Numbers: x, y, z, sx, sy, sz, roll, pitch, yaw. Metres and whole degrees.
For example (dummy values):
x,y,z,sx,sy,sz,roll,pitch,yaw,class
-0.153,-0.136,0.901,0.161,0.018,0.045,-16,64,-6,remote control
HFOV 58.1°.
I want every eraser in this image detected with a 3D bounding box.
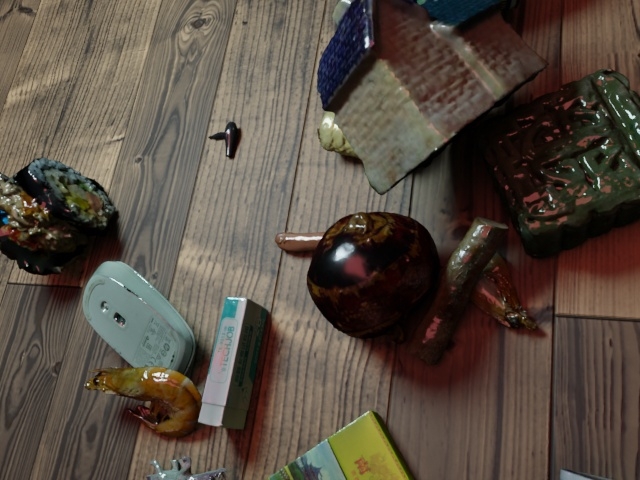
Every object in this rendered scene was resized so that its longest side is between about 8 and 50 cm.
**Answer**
x,y,z,sx,sy,sz,roll,pitch,yaw,class
-0.154,0.219,1.039,0.052,0.095,0.225,4,72,21,eraser

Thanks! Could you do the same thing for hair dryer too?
x,y,z,sx,sy,sz,roll,pitch,yaw,class
-0.220,-0.222,1.284,0.083,0.031,0.079,-1,79,38,hair dryer

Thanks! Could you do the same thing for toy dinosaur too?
x,y,z,sx,sy,sz,roll,pitch,yaw,class
-0.239,0.427,1.028,0.208,0.039,0.082,-20,67,28,toy dinosaur

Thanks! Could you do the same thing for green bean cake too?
x,y,z,sx,sy,sz,roll,pitch,yaw,class
0.400,-0.122,0.908,0.254,0.132,0.241,-21,60,16,green bean cake

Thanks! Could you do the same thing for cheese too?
x,y,z,sx,sy,sz,roll,pitch,yaw,class
0.091,-0.212,1.100,0.167,0.094,0.123,15,67,24,cheese

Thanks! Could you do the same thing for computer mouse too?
x,y,z,sx,sy,sz,roll,pitch,yaw,class
-0.353,0.157,1.148,0.288,0.097,0.160,34,112,15,computer mouse

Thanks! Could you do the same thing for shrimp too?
x,y,z,sx,sy,sz,roll,pitch,yaw,class
0.277,0.077,0.932,0.091,0.043,0.184,-37,59,3,shrimp
-0.329,0.292,1.078,0.248,0.068,0.150,14,110,17,shrimp

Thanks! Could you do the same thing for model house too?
x,y,z,sx,sy,sz,roll,pitch,yaw,class
0.153,-0.277,0.918,0.298,0.243,0.284,-37,92,-31,model house

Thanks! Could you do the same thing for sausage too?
x,y,z,sx,sy,sz,roll,pitch,yaw,class
0.000,0.000,1.088,0.186,0.043,0.043,-3,69,24,sausage

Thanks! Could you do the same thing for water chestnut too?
x,y,z,sx,sy,sz,roll,pitch,yaw,class
0.088,0.064,0.946,0.223,0.238,0.224,-31,19,12,water chestnut

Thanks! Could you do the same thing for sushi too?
x,y,z,sx,sy,sz,roll,pitch,yaw,class
-0.601,-0.048,1.277,0.238,0.225,0.219,41,97,13,sushi

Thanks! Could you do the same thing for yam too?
x,y,z,sx,sy,sz,roll,pitch,yaw,class
0.213,0.078,0.912,0.061,0.061,0.253,32,104,30,yam

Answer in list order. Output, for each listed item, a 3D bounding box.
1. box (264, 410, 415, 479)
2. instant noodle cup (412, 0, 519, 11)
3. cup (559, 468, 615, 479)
x,y,z,sx,sy,sz,roll,pitch,yaw,class
-0.005,0.441,0.917,0.335,0.047,0.187,-35,60,8,box
0.202,-0.504,1.079,0.312,0.284,0.285,-7,68,12,instant noodle cup
0.428,0.440,0.633,0.356,0.259,0.275,16,77,-4,cup
